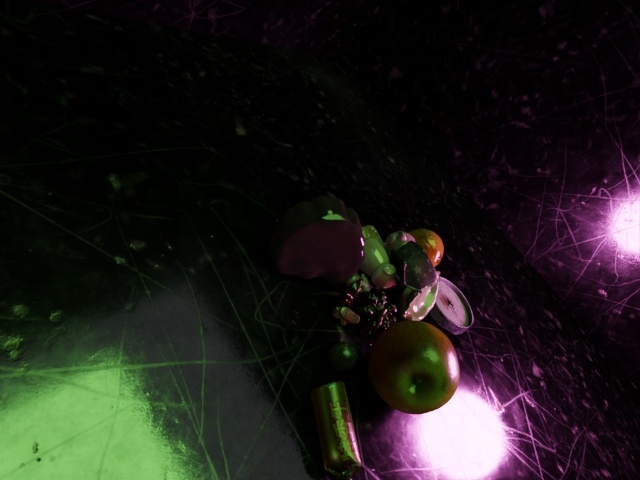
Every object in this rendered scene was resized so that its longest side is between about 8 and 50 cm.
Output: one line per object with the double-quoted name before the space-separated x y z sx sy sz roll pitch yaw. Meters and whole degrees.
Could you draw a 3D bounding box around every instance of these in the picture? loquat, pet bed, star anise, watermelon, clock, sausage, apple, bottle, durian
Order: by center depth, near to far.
"sausage" 0.046 0.607 1.311 0.125 0.117 0.317 -8 53 -7
"watermelon" 0.092 0.419 1.541 0.133 0.105 0.105 -20 68 -30
"apple" 0.344 0.472 1.551 0.340 0.339 0.339 25 40 -23
"star anise" 0.081 0.216 1.737 0.144 0.158 0.140 31 28 27
"star anise" 0.242 0.308 1.761 0.190 0.126 0.220 -12 77 -45
"pet bed" 0.400 0.122 1.864 0.183 0.159 0.211 58 2 -17
"bottle" 0.253 0.114 1.875 0.148 0.147 0.236 0 46 -43
"durian" 0.475 0.275 1.976 0.163 0.198 0.394 53 39 10
"clock" 0.669 0.334 2.211 0.325 0.067 0.325 26 39 -23
"loquat" 0.540 0.045 2.243 0.193 0.238 0.238 3 52 -50

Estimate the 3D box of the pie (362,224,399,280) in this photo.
"pie" 0.284 0.073 2.104 0.338 0.075 0.337 22 47 -26

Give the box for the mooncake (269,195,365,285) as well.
"mooncake" 0.000 0.000 1.705 0.381 0.350 0.212 32 27 -31

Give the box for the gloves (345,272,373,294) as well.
"gloves" 0.167 0.190 1.863 0.144 0.094 0.110 40 24 8

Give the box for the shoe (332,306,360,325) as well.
"shoe" 0.101 0.310 1.701 0.109 0.069 0.072 13 70 -23

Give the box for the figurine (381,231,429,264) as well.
"figurine" 0.415 0.063 2.072 0.287 0.176 0.186 37 25 -25
